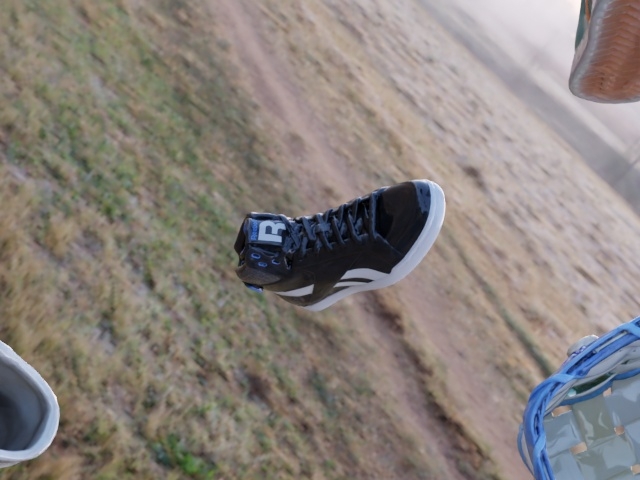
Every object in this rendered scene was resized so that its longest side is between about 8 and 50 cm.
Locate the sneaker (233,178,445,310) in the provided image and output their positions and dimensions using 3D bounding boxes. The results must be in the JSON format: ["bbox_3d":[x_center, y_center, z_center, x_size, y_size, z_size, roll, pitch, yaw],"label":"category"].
[{"bbox_3d":[0.000,0.000,0.926,0.121,0.217,0.079,18,55,-31],"label":"sneaker"}]

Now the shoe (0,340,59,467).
[{"bbox_3d":[-0.137,-0.004,0.226,0.058,0.076,0.219,5,-31,32],"label":"shoe"}]

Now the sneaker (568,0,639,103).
[{"bbox_3d":[0.268,-0.218,0.857,0.108,0.121,0.302,7,-13,-1],"label":"sneaker"}]

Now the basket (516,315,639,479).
[{"bbox_3d":[0.234,0.127,0.583,0.289,0.255,0.201,138,-72,-81],"label":"basket"}]
